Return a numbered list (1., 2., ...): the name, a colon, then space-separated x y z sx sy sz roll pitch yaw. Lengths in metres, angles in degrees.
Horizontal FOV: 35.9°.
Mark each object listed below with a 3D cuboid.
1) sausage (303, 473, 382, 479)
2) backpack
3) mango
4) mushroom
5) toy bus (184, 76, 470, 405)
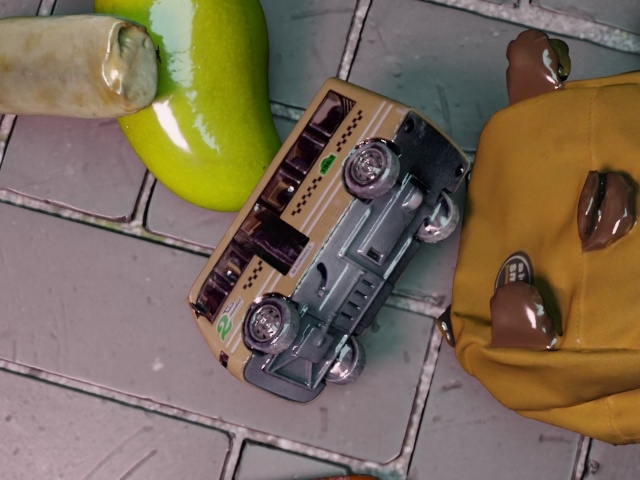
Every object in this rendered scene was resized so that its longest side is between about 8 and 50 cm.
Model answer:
1. sausage: -0.095 0.270 0.957 0.348 0.053 0.053 -9 81 0
2. backpack: 0.265 -0.005 0.843 0.201 0.378 0.353 16 72 -32
3. mango: -0.128 -0.166 0.990 0.175 0.143 0.293 -18 91 -3
4. mushroom: -0.282 -0.168 0.960 0.312 0.081 0.099 4 115 35
5. toy bus: 0.000 0.000 0.932 0.157 0.139 0.289 34 93 41
